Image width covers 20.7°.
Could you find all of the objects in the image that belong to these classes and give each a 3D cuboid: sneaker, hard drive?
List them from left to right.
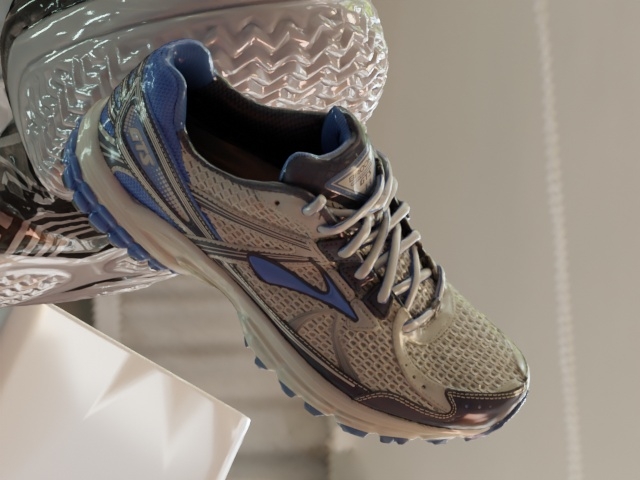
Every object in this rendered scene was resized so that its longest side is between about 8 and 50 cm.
[{"bbox_3d":[-0.168,0.203,0.920,0.210,0.040,0.318,37,-108,-50],"label":"hard drive"},{"bbox_3d":[-0.101,-0.097,0.681,0.137,0.366,0.210,-7,-102,-28],"label":"sneaker"},{"bbox_3d":[0.000,0.000,0.440,0.135,0.052,0.058,34,-50,-4],"label":"sneaker"}]
